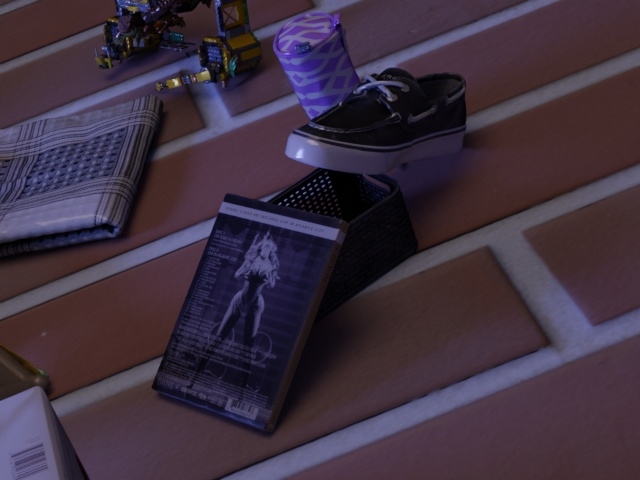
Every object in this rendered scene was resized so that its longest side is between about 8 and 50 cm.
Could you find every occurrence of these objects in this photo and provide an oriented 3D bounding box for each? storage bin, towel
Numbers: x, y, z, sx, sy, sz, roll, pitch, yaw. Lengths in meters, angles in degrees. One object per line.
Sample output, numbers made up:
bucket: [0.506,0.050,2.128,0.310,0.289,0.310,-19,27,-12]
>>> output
storage bin: [0.000,0.000,1.608,0.180,0.084,0.122,-34,36,-21]
towel: [-0.380,-0.083,1.943,0.324,0.056,0.312,-11,35,14]

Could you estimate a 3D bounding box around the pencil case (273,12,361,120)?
pencil case: [0.019,-0.174,1.739,0.088,0.206,0.086,-20,40,9]

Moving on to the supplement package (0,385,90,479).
supplement package: [-0.251,0.274,1.242,0.149,0.203,0.194,-22,35,-4]

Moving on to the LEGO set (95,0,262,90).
LEGO set: [-0.252,-0.325,2.043,0.192,0.255,0.331,-25,38,-38]

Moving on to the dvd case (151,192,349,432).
dvd case: [-0.073,0.069,1.505,0.165,0.018,0.221,14,80,40]

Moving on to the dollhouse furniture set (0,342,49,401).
dollhouse furniture set: [-0.453,0.164,1.513,0.197,0.151,0.301,38,17,15]

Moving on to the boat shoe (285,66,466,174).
boat shoe: [0.071,-0.140,1.638,0.108,0.102,0.301,22,22,34]
